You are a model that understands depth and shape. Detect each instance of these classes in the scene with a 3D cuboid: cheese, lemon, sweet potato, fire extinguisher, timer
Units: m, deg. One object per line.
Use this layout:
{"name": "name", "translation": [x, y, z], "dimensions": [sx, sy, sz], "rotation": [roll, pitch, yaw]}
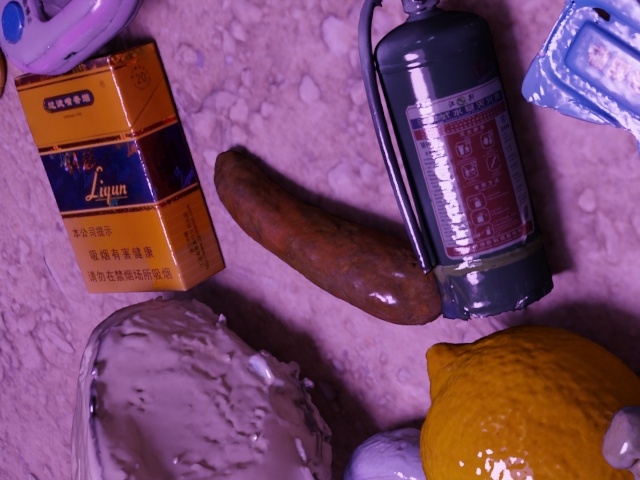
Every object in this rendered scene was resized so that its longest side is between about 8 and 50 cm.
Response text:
{"name": "cheese", "translation": [0.252, -0.078, 0.745], "dimensions": [0.245, 0.052, 0.135], "rotation": [39, 128, 19]}
{"name": "lemon", "translation": [0.172, 0.164, 0.843], "dimensions": [0.244, 0.187, 0.187], "rotation": [42, 132, 11]}
{"name": "sweet potato", "translation": [0.000, 0.000, 0.983], "dimensions": [0.273, 0.075, 0.075], "rotation": [30, 127, 30]}
{"name": "fire extinguisher", "translation": [0.097, -0.089, 0.837], "dimensions": [0.093, 0.118, 0.294], "rotation": [-133, 25, -75]}
{"name": "timer", "translation": [-0.235, -0.264, 1.011], "dimensions": [0.191, 0.069, 0.208], "rotation": [-28, 72, 40]}

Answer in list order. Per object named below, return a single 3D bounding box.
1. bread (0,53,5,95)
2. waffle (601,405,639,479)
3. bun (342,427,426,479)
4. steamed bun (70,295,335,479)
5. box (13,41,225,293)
{"name": "bread", "translation": [-0.384, -0.197, 1.226], "dimensions": [0.110, 0.024, 0.110], "rotation": [18, 121, 32]}
{"name": "waffle", "translation": [0.344, 0.172, 0.710], "dimensions": [0.309, 0.056, 0.291], "rotation": [-18, 107, 16]}
{"name": "bun", "translation": [0.091, 0.227, 1.012], "dimensions": [0.141, 0.083, 0.140], "rotation": [22, 134, 26]}
{"name": "steamed bun", "translation": [-0.118, 0.242, 1.075], "dimensions": [0.312, 0.233, 0.333], "rotation": [110, 156, -50]}
{"name": "box", "translation": [-0.199, -0.067, 1.113], "dimensions": [0.152, 0.070, 0.237], "rotation": [-3, 112, 40]}
